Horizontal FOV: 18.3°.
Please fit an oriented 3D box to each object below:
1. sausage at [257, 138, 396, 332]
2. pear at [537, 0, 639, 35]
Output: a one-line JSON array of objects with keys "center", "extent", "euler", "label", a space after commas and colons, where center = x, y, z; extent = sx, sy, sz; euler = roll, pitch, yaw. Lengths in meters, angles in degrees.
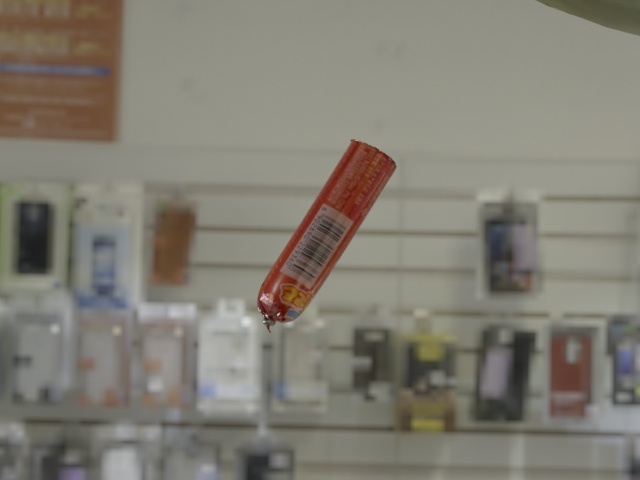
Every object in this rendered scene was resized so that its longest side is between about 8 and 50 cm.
[{"center": [0.000, 0.000, 1.220], "extent": [0.034, 0.129, 0.034], "euler": [31, -9, 5], "label": "sausage"}, {"center": [0.098, -0.165, 0.346], "extent": [0.294, 0.294, 0.294], "euler": [1, -5, 0], "label": "pear"}]
